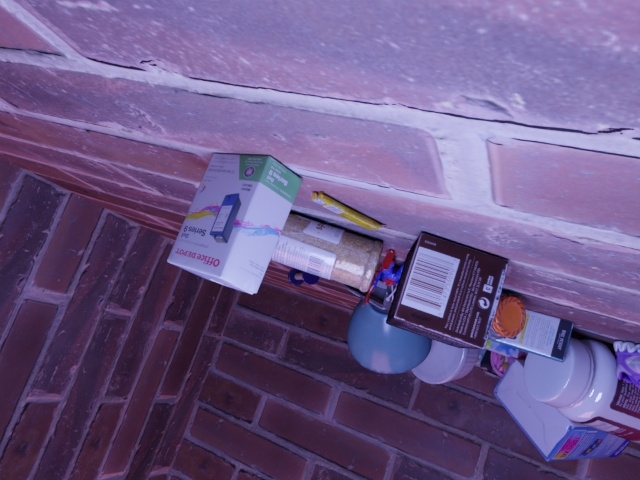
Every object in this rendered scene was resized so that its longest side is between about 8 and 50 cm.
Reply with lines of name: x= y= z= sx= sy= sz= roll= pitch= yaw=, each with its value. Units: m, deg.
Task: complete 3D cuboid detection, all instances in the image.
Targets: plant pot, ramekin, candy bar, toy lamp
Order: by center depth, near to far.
candy bar: x=0.052 y=-0.051 z=0.959 sx=0.161 sy=0.018 sz=0.040 roll=26 pitch=165 yaw=-28
plant pot: x=0.227 y=0.266 z=1.726 sx=0.290 sy=0.290 sz=0.195 roll=15 pitch=135 yaw=25
ramekin: x=0.443 y=0.380 z=1.861 sx=0.127 sy=0.273 sz=0.273 roll=13 pitch=176 yaw=-36
toy lamp: x=-0.078 y=0.147 z=2.118 sx=0.080 sy=0.080 sz=0.274 roll=22 pitch=169 yaw=-13

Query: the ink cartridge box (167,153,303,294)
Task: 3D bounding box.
ink cartridge box: x=-0.145 y=-0.033 z=0.873 sx=0.154 sy=0.212 sz=0.093 roll=12 pitch=167 yaw=41

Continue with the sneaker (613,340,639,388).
sneaker: x=0.772 y=0.296 z=1.189 sx=0.095 sy=0.105 sz=0.236 roll=23 pitch=169 yaw=-8

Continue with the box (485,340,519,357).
box: x=0.512 y=0.273 z=1.548 sx=0.178 sy=0.109 sz=0.042 roll=21 pitch=166 yaw=-8

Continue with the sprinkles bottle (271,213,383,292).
sprinkles bottle: x=-0.045 y=0.005 z=1.151 sx=0.355 sy=0.121 sz=0.121 roll=19 pitch=170 yaw=6

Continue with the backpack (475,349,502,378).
backpack: x=0.685 y=0.448 z=1.999 sx=0.144 sy=0.166 sz=0.188 roll=12 pitch=164 yaw=45

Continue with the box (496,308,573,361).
box: x=0.507 y=0.226 z=1.333 sx=0.244 sy=0.101 sz=0.060 roll=15 pitch=170 yaw=28

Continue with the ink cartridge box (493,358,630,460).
ink cartridge box: x=0.783 y=0.522 z=1.607 sx=0.395 sy=0.151 sz=0.270 roll=9 pitch=-152 yaw=-27

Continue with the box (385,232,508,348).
box: x=0.236 y=0.105 z=1.003 sx=0.167 sy=0.168 sz=0.203 roll=18 pitch=170 yaw=7

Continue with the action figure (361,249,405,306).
action figure: x=0.172 y=0.115 z=1.309 sx=0.091 sy=0.139 sz=0.280 roll=20 pitch=173 yaw=6

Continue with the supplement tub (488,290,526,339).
supplement tub: x=0.379 y=0.169 z=1.225 sx=0.117 sy=0.117 sz=0.190 roll=24 pitch=169 yaw=-25

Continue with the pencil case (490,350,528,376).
pencil case: x=0.768 y=0.443 z=1.817 sx=0.386 sy=0.160 sz=0.167 roll=26 pitch=147 yaw=-33

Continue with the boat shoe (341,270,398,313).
boat shoe: x=0.178 y=0.150 z=1.534 sx=0.095 sy=0.112 sz=0.335 roll=21 pitch=175 yaw=-34

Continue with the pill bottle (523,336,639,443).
pill bottle: x=0.768 y=0.398 z=1.393 sx=0.392 sy=0.224 sz=0.224 roll=22 pitch=170 yaw=-11
